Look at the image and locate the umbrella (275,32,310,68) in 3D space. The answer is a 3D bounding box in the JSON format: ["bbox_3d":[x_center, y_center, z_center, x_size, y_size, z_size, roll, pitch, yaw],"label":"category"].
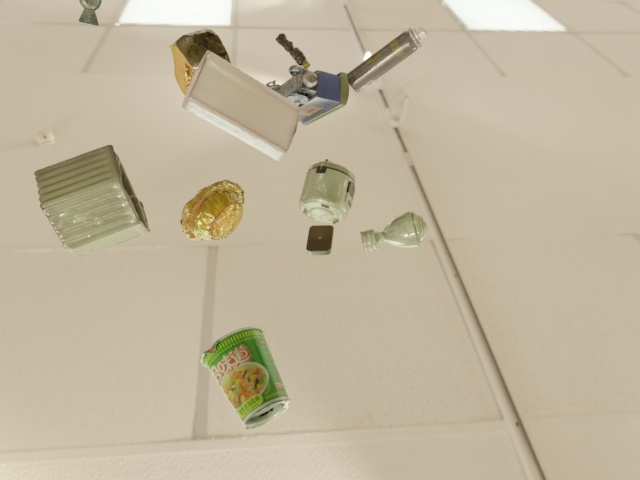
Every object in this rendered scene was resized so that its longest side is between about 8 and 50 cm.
[{"bbox_3d":[-0.081,-0.578,1.697,0.040,0.037,0.144,-35,-106,-19],"label":"umbrella"}]

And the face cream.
[{"bbox_3d":[0.210,-0.579,1.764,0.284,0.073,0.073,-30,-150,27],"label":"face cream"}]

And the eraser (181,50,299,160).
[{"bbox_3d":[-0.190,-0.330,1.371,0.270,0.095,0.173,27,-128,-25],"label":"eraser"}]

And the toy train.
[{"bbox_3d":[-0.056,-0.469,1.822,0.202,0.131,0.300,5,174,-30],"label":"toy train"}]

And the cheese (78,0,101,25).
[{"bbox_3d":[-0.720,-0.738,1.734,0.067,0.120,0.026,3,-164,-24],"label":"cheese"}]

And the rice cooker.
[{"bbox_3d":[0.035,-0.207,2.336,0.226,0.226,0.243,9,-115,6],"label":"rice cooker"}]

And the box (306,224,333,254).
[{"bbox_3d":[0.000,0.000,1.959,0.091,0.031,0.125,-1,-133,9],"label":"box"}]

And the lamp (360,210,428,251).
[{"bbox_3d":[0.212,-0.018,1.587,0.193,0.106,0.106,-16,-141,8],"label":"lamp"}]

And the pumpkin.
[{"bbox_3d":[-0.401,-0.572,1.860,0.139,0.317,0.221,-36,-100,-15],"label":"pumpkin"}]

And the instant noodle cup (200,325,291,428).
[{"bbox_3d":[-0.204,0.396,1.575,0.207,0.207,0.232,-19,-121,-25],"label":"instant noodle cup"}]

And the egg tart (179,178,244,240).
[{"bbox_3d":[-0.379,-0.097,2.054,0.118,0.288,0.288,37,-131,23],"label":"egg tart"}]

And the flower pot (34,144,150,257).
[{"bbox_3d":[-0.545,-0.092,1.343,0.190,0.239,0.209,-21,-154,-11],"label":"flower pot"}]
